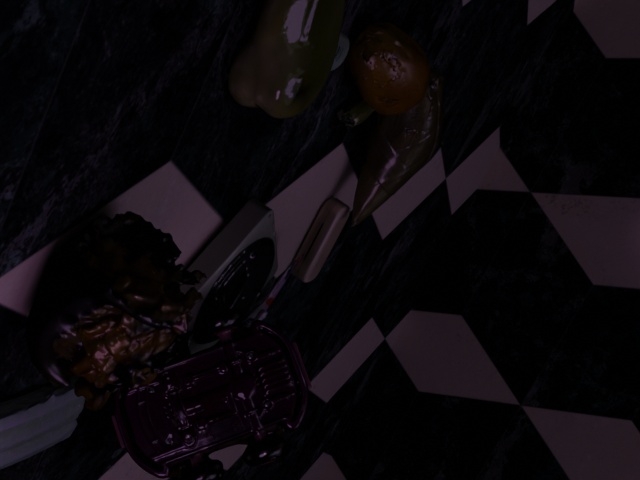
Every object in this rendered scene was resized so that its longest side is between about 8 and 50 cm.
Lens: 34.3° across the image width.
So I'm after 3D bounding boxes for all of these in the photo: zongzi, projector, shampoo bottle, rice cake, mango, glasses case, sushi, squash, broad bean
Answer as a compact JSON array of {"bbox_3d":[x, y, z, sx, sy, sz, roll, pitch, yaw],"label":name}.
[{"bbox_3d":[0.148,-0.197,2.176,0.300,0.145,0.274,-53,162,-21],"label":"zongzi"},{"bbox_3d":[-0.170,0.083,1.889,0.259,0.079,0.257,-49,162,-21],"label":"projector"},{"bbox_3d":[-0.003,-0.326,1.704,0.069,0.041,0.191,-55,164,10],"label":"shampoo bottle"},{"bbox_3d":[-0.434,0.274,1.545,0.127,0.043,0.237,-65,163,18],"label":"rice cake"},{"bbox_3d":[0.126,-0.325,1.933,0.249,0.151,0.155,39,46,-64],"label":"mango"},{"bbox_3d":[0.000,0.000,2.275,0.196,0.050,0.083,-62,161,13],"label":"glasses case"},{"bbox_3d":[-0.280,0.100,1.410,0.213,0.200,0.204,-30,156,-47],"label":"sushi"},{"bbox_3d":[0.090,-0.269,2.051,0.183,0.052,0.052,-44,158,-43],"label":"squash"},{"bbox_3d":[-0.030,-0.305,1.529,0.189,0.121,0.263,7,112,-62],"label":"broad bean"}]

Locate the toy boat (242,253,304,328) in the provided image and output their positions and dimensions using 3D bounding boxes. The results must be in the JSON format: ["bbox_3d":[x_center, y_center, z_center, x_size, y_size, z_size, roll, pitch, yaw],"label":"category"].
[{"bbox_3d":[-0.144,0.162,2.088,0.318,0.072,0.219,-55,178,-22],"label":"toy boat"}]

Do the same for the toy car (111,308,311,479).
[{"bbox_3d":[-0.192,0.279,1.802,0.341,0.271,0.240,-18,172,-7],"label":"toy car"}]
